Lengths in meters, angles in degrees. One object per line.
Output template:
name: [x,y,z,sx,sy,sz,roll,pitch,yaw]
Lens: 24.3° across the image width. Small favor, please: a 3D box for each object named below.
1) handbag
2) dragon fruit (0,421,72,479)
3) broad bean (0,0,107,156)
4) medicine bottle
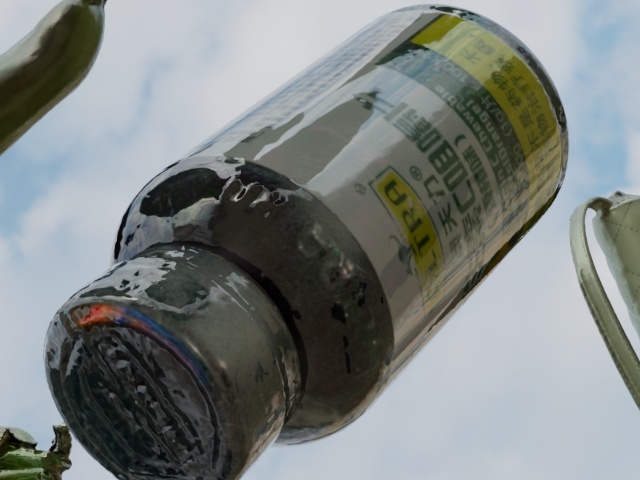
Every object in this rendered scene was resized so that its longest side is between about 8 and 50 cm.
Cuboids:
handbag: [0.291,0.072,1.180,0.219,0.256,0.079,3,-30,-47]
dragon fruit: [-0.265,0.160,1.013,0.236,0.135,0.137,-31,-63,34]
broad bean: [-0.218,-0.069,0.875,0.325,0.067,0.075,-43,-77,-24]
medicine bottle: [0.000,0.000,0.695,0.293,0.141,0.141,-41,-48,-47]
